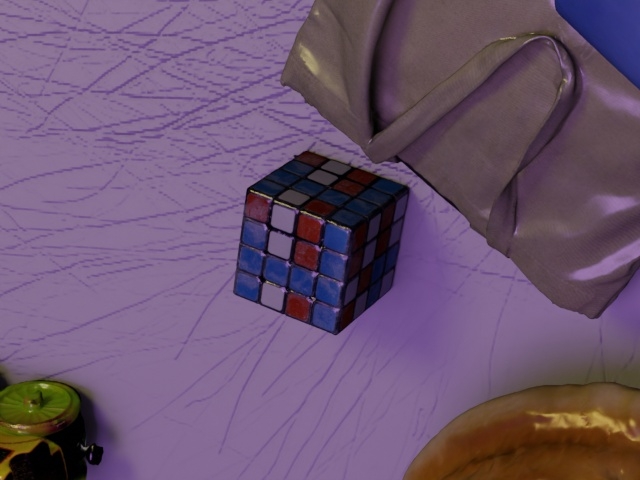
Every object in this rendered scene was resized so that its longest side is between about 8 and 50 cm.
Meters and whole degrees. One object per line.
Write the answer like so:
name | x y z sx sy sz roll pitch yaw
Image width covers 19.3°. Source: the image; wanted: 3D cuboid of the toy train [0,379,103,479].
toy train | -0.338 0.174 1.642 0.296 0.160 0.101 10 123 27

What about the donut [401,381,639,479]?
donut | 0.225 0.308 1.340 0.448 0.198 0.449 14 118 28

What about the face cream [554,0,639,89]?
face cream | 0.198 -0.242 1.071 0.225 0.249 0.249 46 127 13

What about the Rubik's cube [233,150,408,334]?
Rubik's cube | 0.000 0.000 1.399 0.092 0.092 0.092 21 120 21

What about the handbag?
handbag | 0.131 -0.113 1.261 0.316 0.109 0.253 38 129 4
